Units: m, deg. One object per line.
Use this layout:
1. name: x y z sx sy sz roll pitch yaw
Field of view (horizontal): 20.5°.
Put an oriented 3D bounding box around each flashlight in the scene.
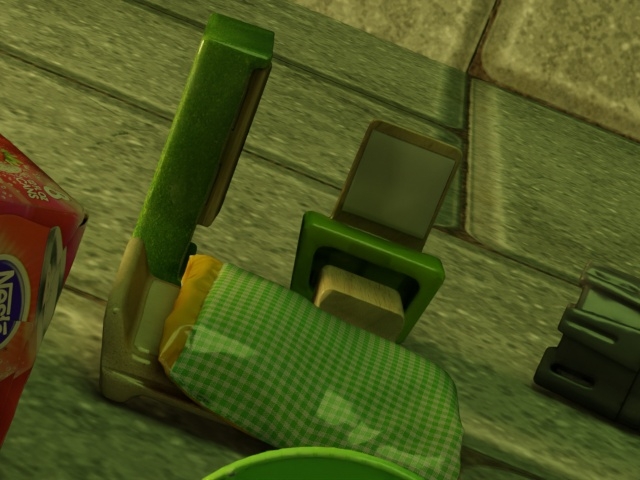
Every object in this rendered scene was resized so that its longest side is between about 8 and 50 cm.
1. flashlight: 0.299 0.103 1.140 0.304 0.103 0.103 25 15 9

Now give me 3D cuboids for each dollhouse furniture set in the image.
1. dollhouse furniture set: 0.000 0.000 0.967 0.197 0.151 0.301 21 14 -6

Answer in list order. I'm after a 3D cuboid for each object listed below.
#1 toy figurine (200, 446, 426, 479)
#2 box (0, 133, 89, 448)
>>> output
1. toy figurine: 0.027 0.142 0.613 0.173 0.130 0.159 46 8 6
2. box: -0.226 -0.019 0.757 0.128 0.123 0.257 9 20 -41
